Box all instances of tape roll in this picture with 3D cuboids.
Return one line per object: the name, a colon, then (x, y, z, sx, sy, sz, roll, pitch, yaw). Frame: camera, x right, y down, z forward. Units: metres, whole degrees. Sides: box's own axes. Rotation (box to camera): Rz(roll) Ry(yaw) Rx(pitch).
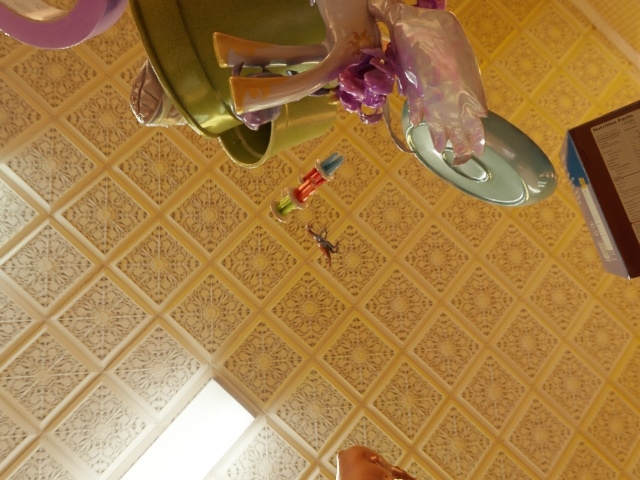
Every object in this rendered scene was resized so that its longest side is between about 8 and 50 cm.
tape roll: (-0.458, -0.465, 0.840, 0.275, 0.275, 0.090, 24, -145, -7)

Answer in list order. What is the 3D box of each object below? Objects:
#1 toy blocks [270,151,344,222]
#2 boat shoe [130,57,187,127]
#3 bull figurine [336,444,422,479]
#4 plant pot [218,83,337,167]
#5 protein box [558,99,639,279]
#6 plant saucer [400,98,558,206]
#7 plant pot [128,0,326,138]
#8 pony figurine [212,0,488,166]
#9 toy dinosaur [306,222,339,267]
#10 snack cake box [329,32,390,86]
toy blocks: (-0.020, -0.110, 1.003, 0.054, 0.148, 0.123, 47, -151, -11)
boat shoe: (-0.222, -0.336, 0.918, 0.116, 0.324, 0.123, 2, -130, -51)
bull figurine: (0.090, 0.420, 0.776, 0.188, 0.310, 0.101, 31, -81, -2)
plant pot: (-0.104, -0.346, 1.334, 0.254, 0.276, 0.276, -19, -97, -38)
protein box: (0.431, -0.067, 0.694, 0.136, 0.200, 0.201, -21, -99, 20)
plant saucer: (0.275, -0.152, 0.950, 0.317, 0.317, 0.043, 36, -96, -4)
plant pot: (-0.096, -0.414, 0.925, 0.353, 0.366, 0.366, -16, -98, 10)
pony figurine: (0.050, -0.264, 0.669, 0.363, 0.303, 0.351, -13, -75, -13)
toy dinosaur: (0.000, 0.000, 1.090, 0.082, 0.047, 0.090, 20, -110, 18)
snack cake box: (0.091, -0.471, 1.306, 0.089, 0.264, 0.152, 32, -67, 3)
